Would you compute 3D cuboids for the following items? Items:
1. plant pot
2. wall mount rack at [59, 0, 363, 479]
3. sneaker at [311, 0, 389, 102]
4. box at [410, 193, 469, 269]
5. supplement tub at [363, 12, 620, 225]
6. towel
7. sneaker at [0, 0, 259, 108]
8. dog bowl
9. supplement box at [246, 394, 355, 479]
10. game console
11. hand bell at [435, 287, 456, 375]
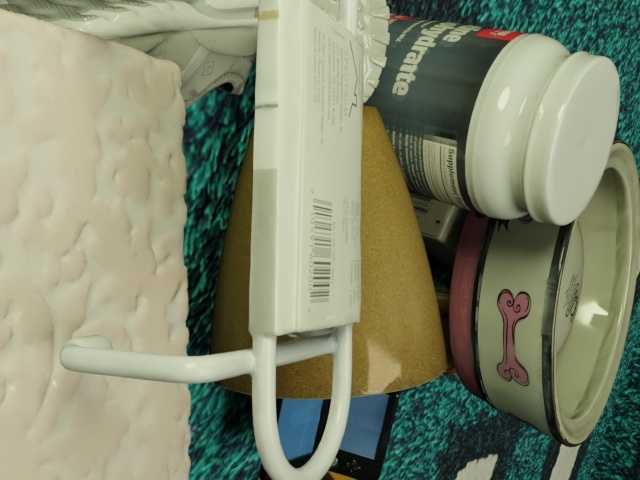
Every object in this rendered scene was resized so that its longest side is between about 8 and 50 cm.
[{"bbox_3d":[0.000,0.000,0.761,0.237,0.237,0.254,-10,99,-51],"label":"plant pot"},{"bbox_3d":[-0.033,-0.035,0.503,0.304,0.130,0.350,6,86,-67],"label":"wall mount rack"},{"bbox_3d":[-0.009,-0.223,0.670,0.090,0.095,0.235,-17,104,-35],"label":"sneaker"},{"bbox_3d":[0.200,-0.024,1.104,0.275,0.094,0.113,32,80,-55],"label":"box"},{"bbox_3d":[0.153,-0.132,0.829,0.191,0.272,0.191,-28,128,-44],"label":"supplement tub"},{"bbox_3d":[-0.179,0.045,0.399,0.317,0.053,0.332,-6,96,-63],"label":"towel"},{"bbox_3d":[-0.140,-0.131,0.582,0.281,0.105,0.115,-24,130,-43],"label":"sneaker"},{"bbox_3d":[0.312,0.061,1.062,0.408,0.150,0.408,-18,112,-54],"label":"dog bowl"},{"bbox_3d":[-0.006,0.229,0.966,0.078,0.080,0.233,-52,140,-22],"label":"supplement box"},{"bbox_3d":[0.014,0.200,0.842,0.085,0.124,0.144,-39,142,-73],"label":"game console"},{"bbox_3d":[0.190,0.174,1.204,0.126,0.126,0.242,-60,156,-15],"label":"hand bell"}]
